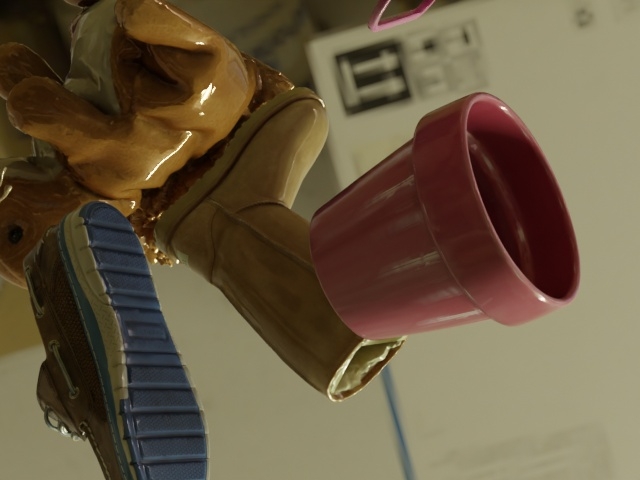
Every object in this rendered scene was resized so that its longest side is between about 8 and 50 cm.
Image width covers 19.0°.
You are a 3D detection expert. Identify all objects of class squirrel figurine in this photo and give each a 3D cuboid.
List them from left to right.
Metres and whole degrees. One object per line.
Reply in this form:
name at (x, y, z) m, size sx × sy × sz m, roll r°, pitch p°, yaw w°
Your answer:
squirrel figurine at (-0.228, -0.088, 2.274) m, size 0.397 × 0.370 × 0.281 m, roll 28°, pitch -179°, yaw -38°

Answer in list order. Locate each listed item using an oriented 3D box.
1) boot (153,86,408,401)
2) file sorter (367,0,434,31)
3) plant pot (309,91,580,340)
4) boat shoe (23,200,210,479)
boot at (0.000, 0.000, 1.841) m, size 0.236 × 0.269 × 0.089 m, roll -49°, pitch 145°, yaw -8°
file sorter at (-0.003, -0.311, 1.448) m, size 0.182 × 0.291 × 0.202 m, roll -55°, pitch 173°, yaw 18°
plant pot at (0.099, -0.003, 1.646) m, size 0.180 × 0.201 × 0.201 m, roll -25°, pitch 177°, yaw 25°
boat shoe at (-0.111, 0.074, 1.005) m, size 0.066 × 0.183 × 0.066 m, roll -29°, pitch 155°, yaw 30°
